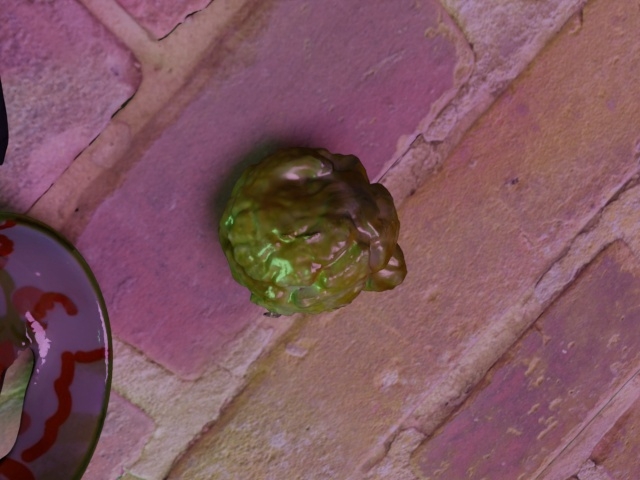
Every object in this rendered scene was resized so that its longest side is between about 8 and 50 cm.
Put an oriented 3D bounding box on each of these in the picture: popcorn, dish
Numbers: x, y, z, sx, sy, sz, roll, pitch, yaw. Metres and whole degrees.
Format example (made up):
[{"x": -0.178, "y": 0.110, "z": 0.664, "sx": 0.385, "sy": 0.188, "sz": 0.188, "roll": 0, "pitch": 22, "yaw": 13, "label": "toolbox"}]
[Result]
[{"x": 0.000, "y": 0.000, "z": 1.062, "sx": 0.212, "sy": 0.198, "sz": 0.198, "roll": 21, "pitch": 105, "yaw": -45, "label": "popcorn"}, {"x": -0.348, "y": 0.131, "z": 0.933, "sx": 0.324, "sy": 0.124, "sz": 0.324, "roll": -12, "pitch": 103, "yaw": -61, "label": "dish"}]

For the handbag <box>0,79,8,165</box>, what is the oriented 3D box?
[{"x": -0.408, "y": -0.159, "z": 0.738, "sx": 0.302, "sy": 0.178, "sz": 0.275, "roll": -13, "pitch": 137, "yaw": -20, "label": "handbag"}]
